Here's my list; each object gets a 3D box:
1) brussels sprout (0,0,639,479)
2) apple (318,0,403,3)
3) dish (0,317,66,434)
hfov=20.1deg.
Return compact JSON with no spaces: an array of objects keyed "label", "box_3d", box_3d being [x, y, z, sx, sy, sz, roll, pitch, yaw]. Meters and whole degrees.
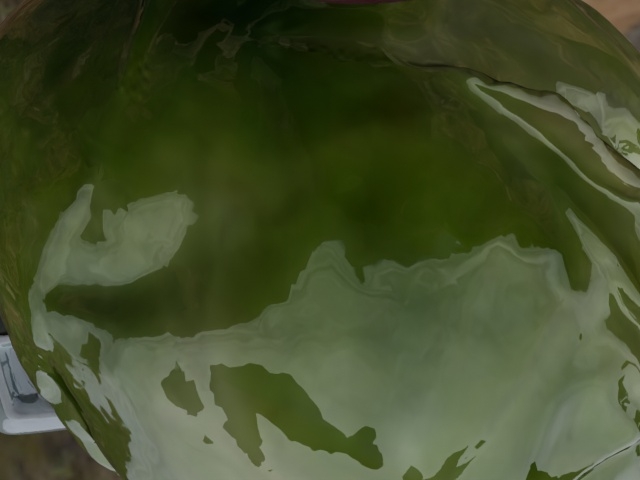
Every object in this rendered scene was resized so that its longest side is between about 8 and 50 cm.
[{"label":"brussels sprout","box_3d":[-0.007,-0.017,0.951,0.361,0.342,0.425,42,170,-30]},{"label":"apple","box_3d":[0.023,-0.242,0.641,0.305,0.235,0.306,-26,139,-25]},{"label":"dish","box_3d":[-0.188,0.089,1.501,0.243,0.182,0.080,-7,-156,12]}]
